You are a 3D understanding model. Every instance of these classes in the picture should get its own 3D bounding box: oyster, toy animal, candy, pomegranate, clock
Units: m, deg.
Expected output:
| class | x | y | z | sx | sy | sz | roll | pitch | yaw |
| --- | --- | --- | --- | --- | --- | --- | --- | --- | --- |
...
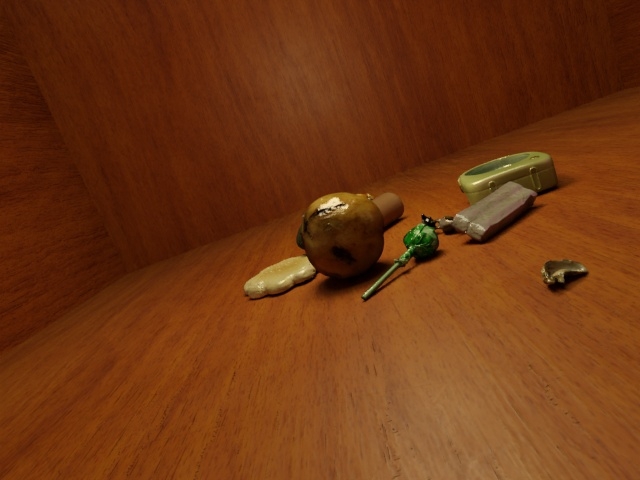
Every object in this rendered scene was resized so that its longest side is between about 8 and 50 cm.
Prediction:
| class | x | y | z | sx | sy | sz | roll | pitch | yaw |
| --- | --- | --- | --- | --- | --- | --- | --- | --- | --- |
| oyster | 0.447 | 0.067 | 0.836 | 0.083 | 0.038 | 0.080 | 7 | 28 | 10 |
| toy animal | 0.392 | -0.055 | 1.415 | 0.105 | 0.070 | 0.202 | -5 | 0 | -22 |
| candy | 0.209 | 0.062 | 1.203 | 0.323 | 0.097 | 0.097 | -39 | 19 | -33 |
| pomegranate | 0.061 | -0.012 | 1.331 | 0.260 | 0.260 | 0.260 | -20 | 11 | 4 |
| clock | 0.639 | -0.216 | 1.608 | 0.286 | 0.117 | 0.348 | -19 | 10 | 12 |

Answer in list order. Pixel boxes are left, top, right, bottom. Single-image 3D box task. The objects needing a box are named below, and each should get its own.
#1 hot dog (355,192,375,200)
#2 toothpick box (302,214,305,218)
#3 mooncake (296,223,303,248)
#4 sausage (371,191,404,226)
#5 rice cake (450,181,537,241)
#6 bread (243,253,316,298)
| class | x | y | z | sx | sy | sz | roll | pitch | yaw |
| --- | --- | --- | --- | --- | --- | --- | --- | --- | --- |
| hot dog | 0.100 | -0.094 | 1.973 | 0.337 | 0.100 | 0.135 | -34 | -13 | 38 |
| toothpick box | -0.003 | -0.045 | 1.863 | 0.101 | 0.153 | 0.101 | -21 | 10 | 4 |
| mooncake | 0.000 | 0.000 | 1.643 | 0.175 | 0.104 | 0.168 | 19 | -4 | 22 |
| sausage | 0.216 | -0.097 | 1.800 | 0.123 | 0.123 | 0.253 | -9 | 17 | 48 |
| rice cake | 0.502 | -0.087 | 1.297 | 0.298 | 0.050 | 0.106 | -28 | 45 | -31 |
| bread | -0.125 | 0.115 | 1.582 | 0.316 | 0.054 | 0.316 | -22 | 11 | 4 |
